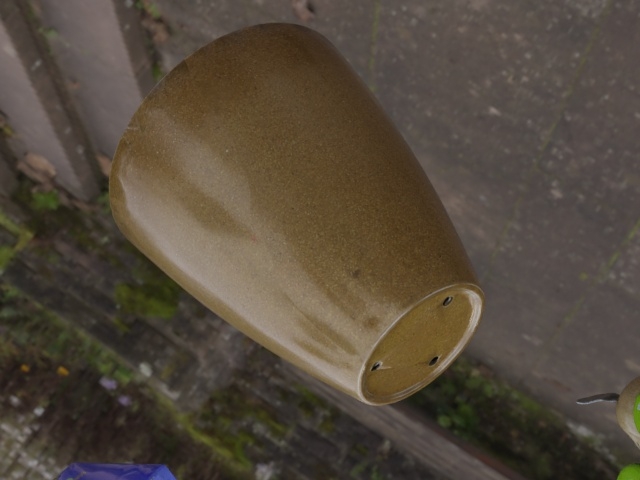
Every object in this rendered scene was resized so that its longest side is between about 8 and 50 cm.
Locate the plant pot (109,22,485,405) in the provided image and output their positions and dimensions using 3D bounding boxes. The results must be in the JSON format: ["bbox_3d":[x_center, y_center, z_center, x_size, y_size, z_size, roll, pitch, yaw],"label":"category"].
[{"bbox_3d":[0.000,0.000,0.811,0.254,0.237,0.237,48,170,32],"label":"plant pot"}]

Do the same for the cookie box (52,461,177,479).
[{"bbox_3d":[-0.102,0.130,0.403,0.040,0.092,0.107,54,149,-11],"label":"cookie box"}]

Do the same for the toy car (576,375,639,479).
[{"bbox_3d":[0.339,0.191,1.033,0.155,0.149,0.188,9,-174,-19],"label":"toy car"}]
